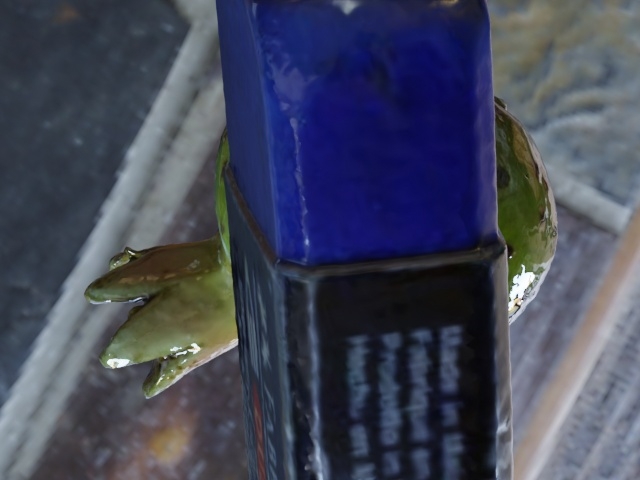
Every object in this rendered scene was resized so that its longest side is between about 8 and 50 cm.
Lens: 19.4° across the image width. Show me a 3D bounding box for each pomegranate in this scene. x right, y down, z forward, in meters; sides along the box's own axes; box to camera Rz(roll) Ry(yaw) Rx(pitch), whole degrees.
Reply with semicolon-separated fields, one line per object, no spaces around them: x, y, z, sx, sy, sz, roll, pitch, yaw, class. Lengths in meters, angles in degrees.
0.013;0.003;1.205;0.286;0.231;0.231;-38;139;28;pomegranate

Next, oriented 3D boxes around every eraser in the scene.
0.019;0.041;0.778;0.101;0.155;0.332;-8;112;-8;eraser
